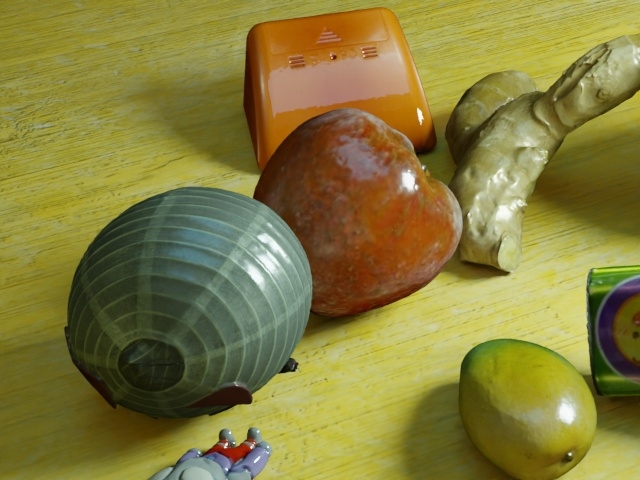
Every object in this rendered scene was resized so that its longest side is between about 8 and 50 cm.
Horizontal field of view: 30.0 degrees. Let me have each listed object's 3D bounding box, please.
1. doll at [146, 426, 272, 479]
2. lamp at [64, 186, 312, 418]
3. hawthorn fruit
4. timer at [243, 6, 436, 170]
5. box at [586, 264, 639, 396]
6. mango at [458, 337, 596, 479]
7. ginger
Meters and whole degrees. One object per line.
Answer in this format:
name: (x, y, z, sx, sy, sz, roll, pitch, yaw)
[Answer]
doll: (-0.117, 0.237, 1.080, 0.102, 0.075, 0.227, -8, 16, 27)
lamp: (-0.138, 0.068, 1.199, 0.265, 0.233, 0.233, -7, 29, 22)
hawthorn fruit: (0.037, -0.017, 1.332, 0.231, 0.262, 0.235, 23, -12, -13)
timer: (0.021, -0.205, 1.743, 0.258, 0.161, 0.250, -8, 47, -6)
box: (0.431, 0.078, 1.119, 0.346, 0.134, 0.097, -4, -5, 28)
mango: (0.193, 0.155, 1.155, 0.130, 0.091, 0.194, -16, 24, -13)
ginger: (0.232, -0.120, 1.546, 0.348, 0.122, 0.363, -47, 24, -16)
